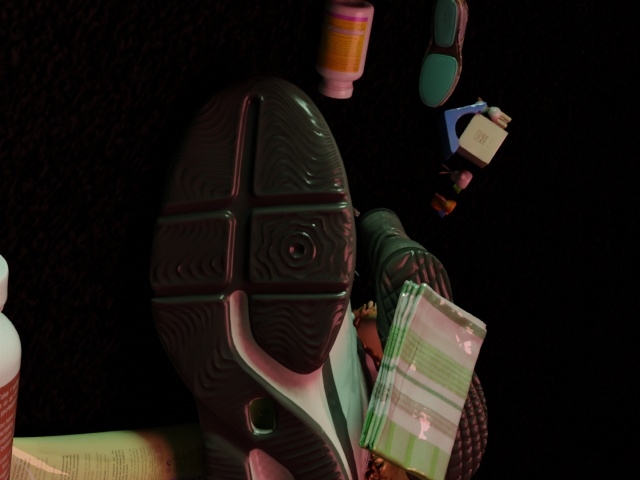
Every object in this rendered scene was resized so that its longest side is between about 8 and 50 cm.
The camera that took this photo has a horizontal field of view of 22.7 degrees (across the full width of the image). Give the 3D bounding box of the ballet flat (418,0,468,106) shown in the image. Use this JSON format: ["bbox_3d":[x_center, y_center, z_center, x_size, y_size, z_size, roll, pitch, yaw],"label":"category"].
[{"bbox_3d":[0.122,-0.184,1.532,0.041,0.041,0.114,-22,129,-47],"label":"ballet flat"}]

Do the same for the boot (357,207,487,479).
[{"bbox_3d":[0.091,0.098,1.489,0.083,0.161,0.246,-11,105,-5],"label":"boot"}]

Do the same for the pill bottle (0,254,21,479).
[{"bbox_3d":[-0.269,0.112,1.092,0.121,0.121,0.216,-18,125,-49],"label":"pill bottle"}]

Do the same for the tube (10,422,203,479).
[{"bbox_3d":[-0.188,0.192,1.329,0.240,0.062,0.070,-3,70,-49],"label":"tube"}]

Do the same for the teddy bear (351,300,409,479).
[{"bbox_3d":[0.043,0.221,1.647,0.245,0.113,0.338,-26,124,-54],"label":"teddy bear"}]

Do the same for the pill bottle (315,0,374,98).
[{"bbox_3d":[0.019,-0.168,1.388,0.043,0.043,0.083,-18,125,-49],"label":"pill bottle"}]

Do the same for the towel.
[{"bbox_3d":[0.092,0.122,1.349,0.113,0.023,0.152,32,66,-40],"label":"towel"}]

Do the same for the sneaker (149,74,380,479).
[{"bbox_3d":[-0.037,0.066,1.410,0.257,0.169,0.447,-64,152,-76],"label":"sneaker"}]

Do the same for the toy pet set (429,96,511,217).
[{"bbox_3d":[0.138,-0.095,1.615,0.122,0.065,0.114,-57,-178,-7],"label":"toy pet set"}]

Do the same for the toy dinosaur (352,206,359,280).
[{"bbox_3d":[0.000,0.000,1.498,0.082,0.047,0.090,-48,111,-11],"label":"toy dinosaur"}]
